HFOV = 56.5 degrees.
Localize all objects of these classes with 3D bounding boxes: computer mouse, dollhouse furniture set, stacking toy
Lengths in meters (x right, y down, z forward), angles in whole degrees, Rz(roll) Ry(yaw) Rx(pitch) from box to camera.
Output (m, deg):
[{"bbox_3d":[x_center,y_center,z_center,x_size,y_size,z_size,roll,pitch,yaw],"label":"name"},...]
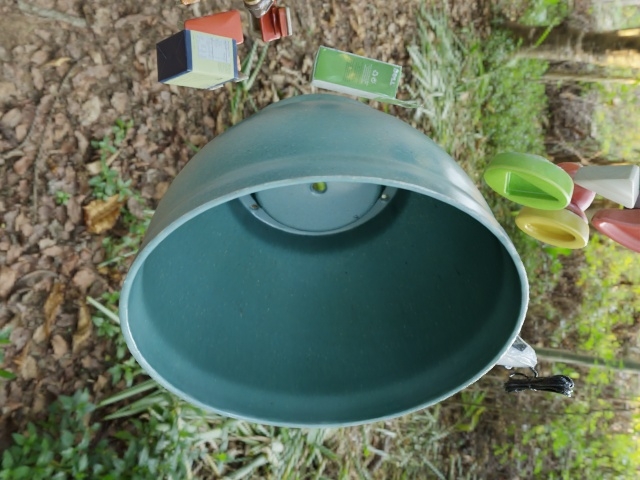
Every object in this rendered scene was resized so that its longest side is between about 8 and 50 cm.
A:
[{"bbox_3d":[0.224,0.142,0.740,0.193,0.106,0.042,40,67,-22],"label":"computer mouse"},{"bbox_3d":[-0.217,-0.531,1.486,0.259,0.135,0.261,-26,127,-28],"label":"dollhouse furniture set"},{"bbox_3d":[0.418,-0.090,0.897,0.280,0.309,0.130,34,77,-37],"label":"stacking toy"}]

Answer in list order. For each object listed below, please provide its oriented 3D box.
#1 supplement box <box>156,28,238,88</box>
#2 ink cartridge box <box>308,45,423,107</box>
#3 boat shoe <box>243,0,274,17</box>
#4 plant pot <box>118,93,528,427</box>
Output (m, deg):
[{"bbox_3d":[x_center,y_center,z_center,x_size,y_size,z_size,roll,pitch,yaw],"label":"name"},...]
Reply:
[{"bbox_3d":[-0.173,-0.253,0.839,0.083,0.083,0.056,-4,93,-43],"label":"supplement box"},{"bbox_3d":[0.087,-0.300,1.110,0.109,0.209,0.062,-117,-140,-79],"label":"ink cartridge box"},{"bbox_3d":[-0.113,-0.599,1.329,0.207,0.073,0.073,-62,161,-5],"label":"boat shoe"},{"bbox_3d":[0.000,0.000,0.505,0.196,0.293,0.293,-93,166,-46],"label":"plant pot"}]
